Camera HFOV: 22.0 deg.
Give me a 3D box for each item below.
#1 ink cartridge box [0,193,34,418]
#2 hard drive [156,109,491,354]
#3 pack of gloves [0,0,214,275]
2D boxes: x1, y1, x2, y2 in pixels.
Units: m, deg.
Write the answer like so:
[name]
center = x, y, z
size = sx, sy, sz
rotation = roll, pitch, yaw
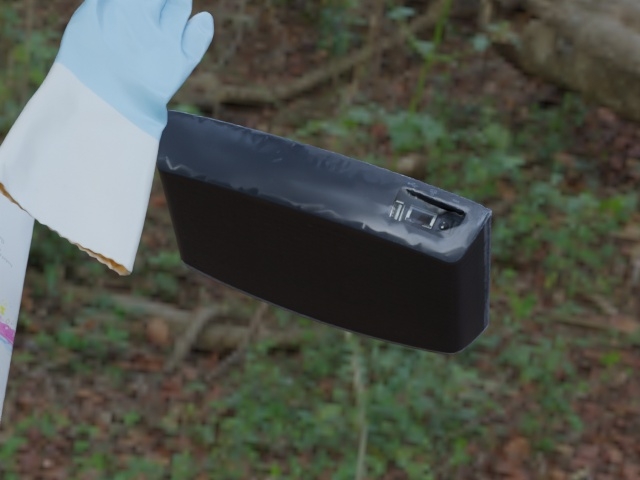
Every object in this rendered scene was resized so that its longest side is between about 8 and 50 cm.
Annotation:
[ink cartridge box]
center = -0.352, 0.094, 1.289
size = 0.207, 0.119, 0.353
rotation = -21, 46, 27
[hard drive]
center = 0.000, 0.000, 1.226
size = 0.255, 0.172, 0.054
rotation = 18, 59, 16
[pack of gloves]
center = -0.133, -0.123, 0.802
size = 0.195, 0.046, 0.232
rotation = 36, 39, -21
